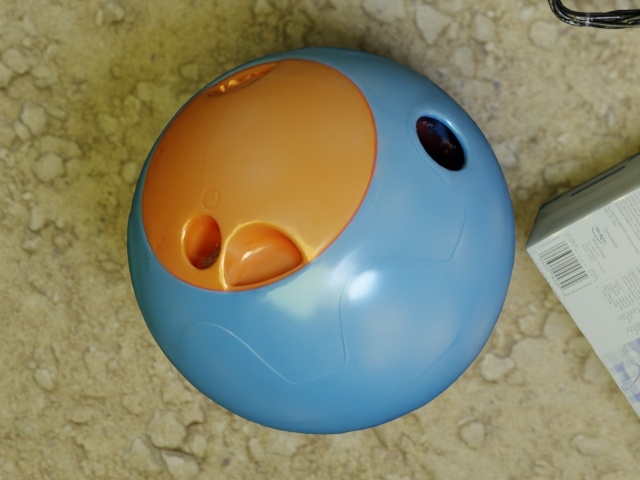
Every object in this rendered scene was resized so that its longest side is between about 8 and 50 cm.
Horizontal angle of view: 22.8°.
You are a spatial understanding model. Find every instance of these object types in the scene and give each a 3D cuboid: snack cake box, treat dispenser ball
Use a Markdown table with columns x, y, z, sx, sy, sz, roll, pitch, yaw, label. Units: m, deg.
| x | y | z | sx | sy | sz | roll | pitch | yaw | label |
| --- | --- | --- | --- | --- | --- | --- | --- | --- | --- |
| 0.296 | 0.061 | 1.230 | 0.152 | 0.089 | 0.264 | -29 | 102 | 25 | snack cake box |
| 0.000 | 0.000 | 1.185 | 0.288 | 0.288 | 0.288 | 7 | 115 | 15 | treat dispenser ball |

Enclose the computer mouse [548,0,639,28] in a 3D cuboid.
| x | y | z | sx | sy | sz | roll | pitch | yaw | label |
| --- | --- | --- | --- | --- | --- | --- | --- | --- | --- |
| 0.273 | -0.195 | 1.098 | 0.242 | 0.041 | 0.071 | -17 | 110 | 22 | computer mouse |
